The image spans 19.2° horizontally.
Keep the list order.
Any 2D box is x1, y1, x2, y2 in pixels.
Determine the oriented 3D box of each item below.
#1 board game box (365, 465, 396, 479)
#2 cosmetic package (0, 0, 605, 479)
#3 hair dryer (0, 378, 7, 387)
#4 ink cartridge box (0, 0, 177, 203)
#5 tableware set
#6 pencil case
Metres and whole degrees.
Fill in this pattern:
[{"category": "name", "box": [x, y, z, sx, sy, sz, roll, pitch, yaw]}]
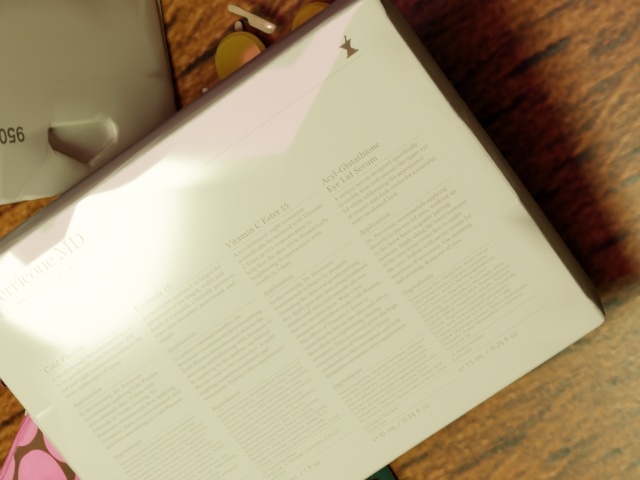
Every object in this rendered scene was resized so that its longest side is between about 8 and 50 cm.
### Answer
[{"category": "board game box", "box": [-0.007, 0.321, 1.504, 0.254, 0.079, 0.336, -37, 80, 29]}, {"category": "cosmetic package", "box": [-0.034, 0.036, 1.348, 0.377, 0.097, 0.284, -34, 104, 10]}, {"category": "hair dryer", "box": [-0.376, 0.131, 1.701, 0.293, 0.080, 0.223, -23, 102, 36]}, {"category": "ink cartridge box", "box": [-0.350, -0.098, 1.509, 0.395, 0.285, 0.166, -6, 95, 29]}, {"category": "tableware set", "box": [-0.025, -0.162, 1.470, 0.104, 0.024, 0.154, 27, 109, 20]}, {"category": "pencil case", "box": [-0.234, 0.206, 1.607, 0.098, 0.095, 0.209, 21, 110, -12]}]
